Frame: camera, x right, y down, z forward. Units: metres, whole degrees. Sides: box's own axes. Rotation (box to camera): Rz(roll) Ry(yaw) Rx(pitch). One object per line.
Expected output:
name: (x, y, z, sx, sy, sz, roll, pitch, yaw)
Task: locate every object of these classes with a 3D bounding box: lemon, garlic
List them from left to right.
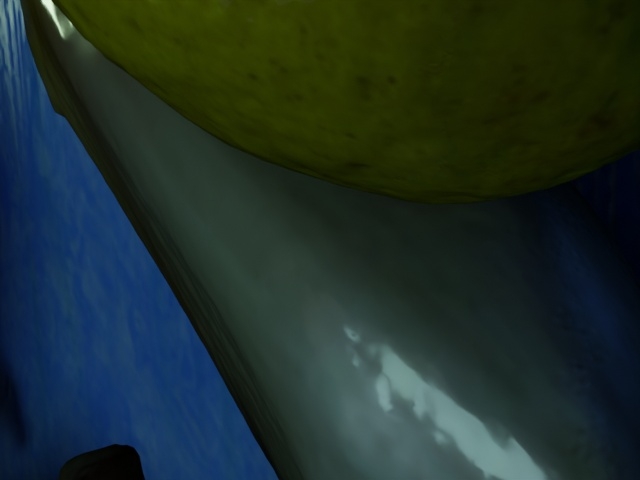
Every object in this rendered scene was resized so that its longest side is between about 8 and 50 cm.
garlic: (0.003, 0.007, 0.553, 0.318, 0.112, 0.143, 41, 160, 38)
lemon: (0.018, -0.095, 0.433, 0.207, 0.170, 0.170, 33, 129, 44)

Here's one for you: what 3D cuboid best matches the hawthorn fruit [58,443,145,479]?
hawthorn fruit: (-0.046, 0.210, 0.578, 0.265, 0.265, 0.307, -3, 101, 57)
